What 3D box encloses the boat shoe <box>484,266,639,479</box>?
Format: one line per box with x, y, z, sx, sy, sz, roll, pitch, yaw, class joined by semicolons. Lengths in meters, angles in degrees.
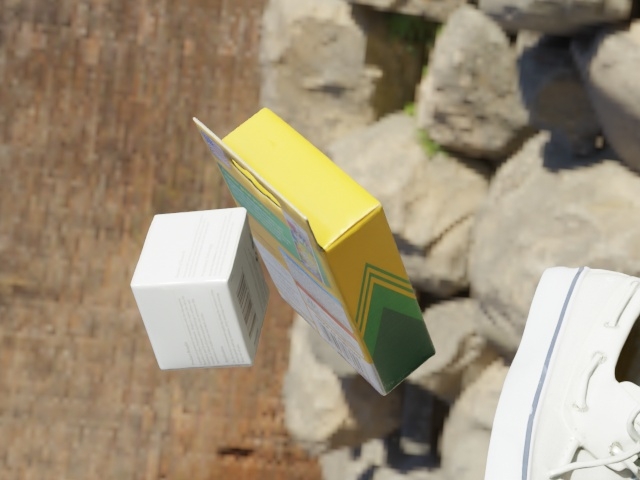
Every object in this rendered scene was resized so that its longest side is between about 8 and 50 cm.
0.232;0.157;1.214;0.367;0.156;0.136;-63;-34;-49;boat shoe

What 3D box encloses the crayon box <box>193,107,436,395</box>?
0.000;0.000;1.601;0.203;0.083;0.323;42;165;37;crayon box

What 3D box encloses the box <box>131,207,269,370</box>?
-0.101;0.042;1.310;0.102;0.087;0.101;-80;-19;-50;box
